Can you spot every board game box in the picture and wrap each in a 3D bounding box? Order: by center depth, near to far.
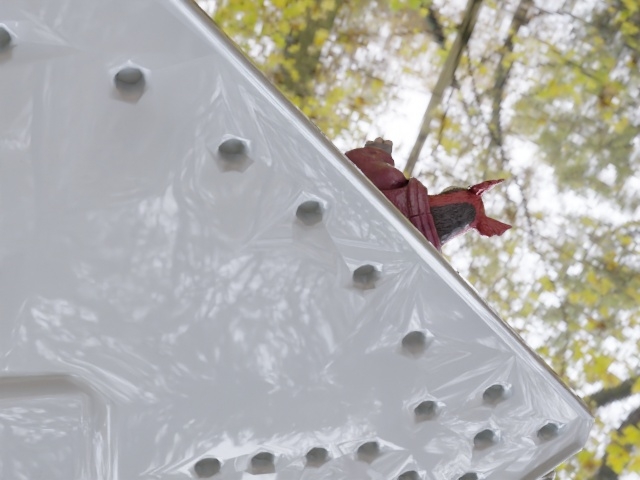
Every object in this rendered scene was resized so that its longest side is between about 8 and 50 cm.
[{"bbox_3d":[-0.142,0.082,0.428,0.390,0.390,0.050,43,-165,-37],"label":"board game box"}]

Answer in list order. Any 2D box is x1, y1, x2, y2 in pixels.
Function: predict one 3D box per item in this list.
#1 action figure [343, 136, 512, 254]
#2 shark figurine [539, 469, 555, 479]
[{"bbox_3d":[0.000,0.000,1.053,0.370,0.276,0.248,-21,-108,10],"label":"action figure"},{"bbox_3d":[0.217,0.285,1.012,0.166,0.116,0.278,6,-146,-25],"label":"shark figurine"}]
